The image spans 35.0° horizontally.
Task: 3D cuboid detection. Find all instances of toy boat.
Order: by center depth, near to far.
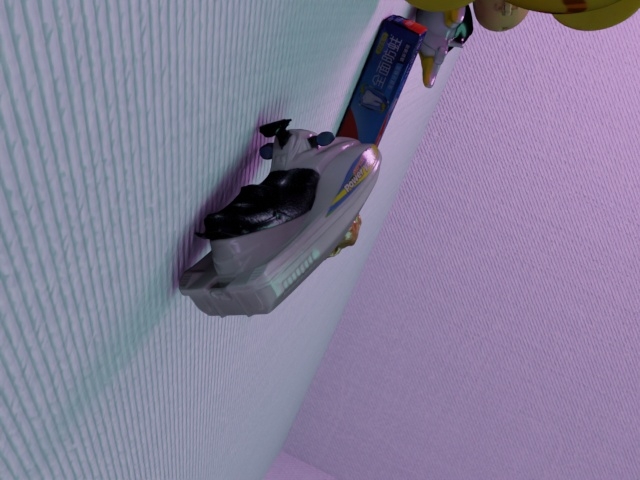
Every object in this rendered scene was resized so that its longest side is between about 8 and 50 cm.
[{"bbox_3d":[-0.039,-0.038,1.052,0.269,0.141,0.141,-60,172,-32],"label":"toy boat"}]

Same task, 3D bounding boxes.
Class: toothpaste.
[{"bbox_3d":[0.075,-0.195,1.604,0.076,0.066,0.320,-51,164,-65],"label":"toothpaste"}]

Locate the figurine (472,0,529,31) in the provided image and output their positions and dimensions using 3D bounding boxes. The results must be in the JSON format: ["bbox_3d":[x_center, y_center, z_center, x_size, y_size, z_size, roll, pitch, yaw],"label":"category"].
[{"bbox_3d":[0.308,-0.517,1.763,0.222,0.124,0.324,-96,178,-46],"label":"figurine"}]

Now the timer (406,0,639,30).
[{"bbox_3d":[0.304,-0.438,1.325,0.376,0.376,0.387,-60,173,-36],"label":"timer"}]

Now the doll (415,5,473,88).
[{"bbox_3d":[0.229,-0.413,1.833,0.145,0.103,0.316,-35,-157,36],"label":"doll"}]

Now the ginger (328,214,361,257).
[{"bbox_3d":[0.000,0.000,1.575,0.176,0.052,0.193,8,110,-48],"label":"ginger"}]
